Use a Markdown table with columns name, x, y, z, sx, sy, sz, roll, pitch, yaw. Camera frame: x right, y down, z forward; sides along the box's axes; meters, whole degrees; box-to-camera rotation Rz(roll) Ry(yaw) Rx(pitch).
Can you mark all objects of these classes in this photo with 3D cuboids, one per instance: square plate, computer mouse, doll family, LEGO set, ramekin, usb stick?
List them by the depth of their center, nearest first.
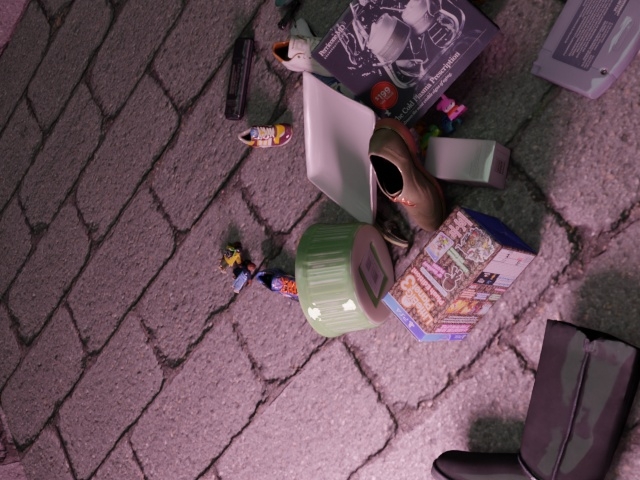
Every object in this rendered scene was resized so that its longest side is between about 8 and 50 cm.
| name | x | y | z | sx | sy | sz | roll | pitch | yaw |
| --- | --- | --- | --- | --- | --- | --- | --- | --- | --- |
| ramekin | 0.075 | 0.095 | 1.694 | 0.148 | 0.303 | 0.304 | -10 | 79 | 28 |
| LEGO set | 0.281 | -0.295 | 1.710 | 0.227 | 0.087 | 0.093 | -44 | 70 | 27 |
| square plate | 0.059 | -0.251 | 1.775 | 0.344 | 0.049 | 0.348 | 43 | 145 | 45 |
| computer mouse | -0.066 | -0.660 | 2.043 | 0.106 | 0.042 | 0.193 | -44 | 61 | 23 |
| doll family | -0.262 | 0.076 | 2.088 | 0.111 | 0.076 | 0.193 | -48 | 64 | 17 |
| usb stick | -0.270 | -0.540 | 2.182 | 0.077 | 0.045 | 0.278 | 8 | 89 | 30 |

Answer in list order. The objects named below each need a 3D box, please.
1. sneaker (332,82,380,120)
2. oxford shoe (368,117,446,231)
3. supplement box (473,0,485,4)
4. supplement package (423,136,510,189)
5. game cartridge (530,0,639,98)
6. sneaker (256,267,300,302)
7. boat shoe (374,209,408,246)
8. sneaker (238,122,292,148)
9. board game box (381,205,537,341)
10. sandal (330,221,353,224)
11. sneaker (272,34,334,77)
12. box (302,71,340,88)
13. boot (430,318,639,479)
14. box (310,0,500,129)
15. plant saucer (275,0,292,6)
| name | x | y | z | sx | sy | sz | roll | pitch | yaw |
| --- | --- | --- | --- | --- | --- | --- | --- | --- | --- |
| sneaker | 0.141 | -0.318 | 1.805 | 0.130 | 0.112 | 0.297 | -24 | 85 | 0 |
| oxford shoe | 0.202 | -0.127 | 1.603 | 0.122 | 0.348 | 0.130 | -3 | 46 | 41 |
| supplement box | 0.416 | -0.706 | 1.590 | 0.191 | 0.194 | 0.129 | -18 | 73 | 34 |
| supplement package | 0.362 | -0.193 | 1.626 | 0.179 | 0.105 | 0.105 | 11 | 91 | 37 |
| game cartridge | 0.636 | -0.481 | 1.489 | 0.196 | 0.060 | 0.294 | 38 | 107 | 37 |
| sneaker | -0.105 | 0.136 | 1.949 | 0.221 | 0.087 | 0.083 | 12 | 92 | 37 |
| boat shoe | 0.183 | -0.035 | 1.772 | 0.152 | 0.056 | 0.049 | 38 | 112 | 34 |
| sneaker | -0.174 | -0.331 | 2.058 | 0.185 | 0.083 | 0.070 | -10 | 78 | 36 |
| board game box | 0.328 | 0.086 | 1.539 | 0.141 | 0.232 | 0.291 | 48 | 112 | 31 |
| sandal | -0.004 | 0.000 | 1.892 | 0.240 | 0.088 | 0.079 | -48 | 60 | 29 |
| sneaker | -0.020 | -0.541 | 1.903 | 0.290 | 0.123 | 0.106 | 7 | 85 | 36 |
| box | 0.028 | -0.442 | 1.949 | 0.136 | 0.036 | 0.226 | -26 | 69 | 32 |
| boot | 0.469 | 0.385 | 1.446 | 0.366 | 0.146 | 0.446 | 17 | 98 | 27 |
| box | 0.208 | -0.495 | 1.619 | 0.312 | 0.179 | 0.343 | 41 | 115 | -4 |
| plant saucer | -0.099 | -0.787 | 2.076 | 0.119 | 0.021 | 0.119 | -34 | 41 | 36 |
